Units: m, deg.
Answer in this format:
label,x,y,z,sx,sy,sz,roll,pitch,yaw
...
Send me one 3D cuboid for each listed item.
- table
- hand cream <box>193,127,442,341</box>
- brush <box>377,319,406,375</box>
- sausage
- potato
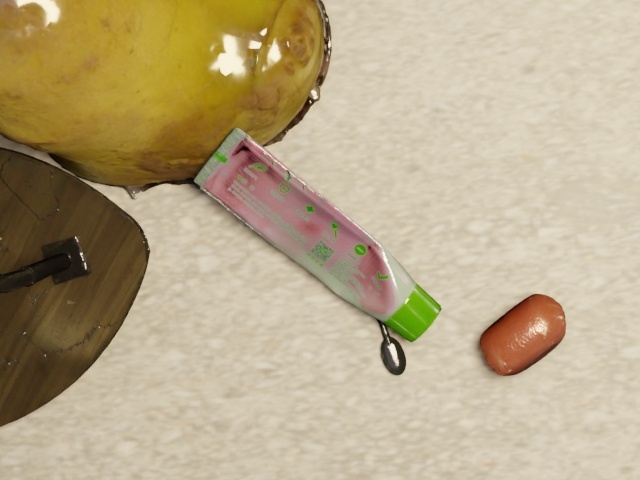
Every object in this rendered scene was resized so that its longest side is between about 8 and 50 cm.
label,x,y,z,sx,sy,sz,roll,pitch,yaw
table,-0.380,0.049,1.307,0.317,0.249,0.317,3,102,15
hand cream,0.000,0.001,1.387,0.275,0.050,0.079,39,97,-6
brush,0.068,0.099,1.425,0.024,0.008,0.083,-19,89,0
sausage,0.205,0.096,1.388,0.094,0.059,0.054,-38,66,6
potato,-0.208,-0.188,1.304,0.397,0.296,0.290,18,94,6
